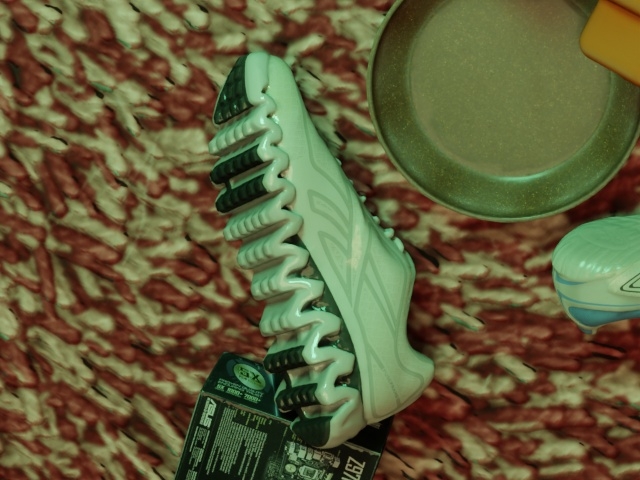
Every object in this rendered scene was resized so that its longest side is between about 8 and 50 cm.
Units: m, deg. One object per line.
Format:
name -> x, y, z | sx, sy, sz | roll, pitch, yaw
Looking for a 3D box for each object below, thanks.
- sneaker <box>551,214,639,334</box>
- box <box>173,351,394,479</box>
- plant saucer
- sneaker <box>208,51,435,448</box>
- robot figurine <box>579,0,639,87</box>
sneaker -> 0.285, 0.009, 1.209 | 0.237, 0.085, 0.086 | -13, 133, 12
box -> -0.041, 0.200, 1.336 | 0.147, 0.077, 0.180 | 19, 113, 4
plant saucer -> 0.133, -0.112, 1.210 | 0.199, 0.036, 0.198 | 4, 111, 10
sneaker -> 0.000, 0.000, 1.252 | 0.118, 0.110, 0.292 | -17, 95, -24
robot figurine -> 0.256, -0.197, 1.093 | 0.158, 0.128, 0.219 | 29, 99, -6
